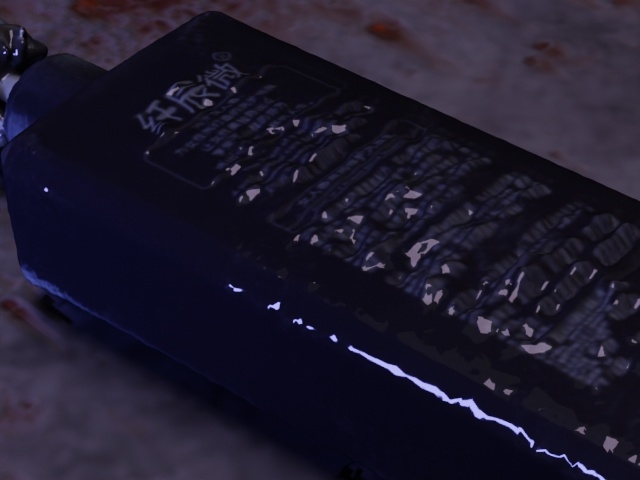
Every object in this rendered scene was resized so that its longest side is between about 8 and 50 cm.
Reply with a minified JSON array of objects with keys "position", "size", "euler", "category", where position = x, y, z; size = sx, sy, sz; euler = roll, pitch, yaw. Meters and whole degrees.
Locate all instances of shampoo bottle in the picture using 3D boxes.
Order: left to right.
[{"position":[0.000,0.000,0.560],"size":[0.309,0.071,0.098],"euler":[28,49,30],"category":"shampoo bottle"}]
